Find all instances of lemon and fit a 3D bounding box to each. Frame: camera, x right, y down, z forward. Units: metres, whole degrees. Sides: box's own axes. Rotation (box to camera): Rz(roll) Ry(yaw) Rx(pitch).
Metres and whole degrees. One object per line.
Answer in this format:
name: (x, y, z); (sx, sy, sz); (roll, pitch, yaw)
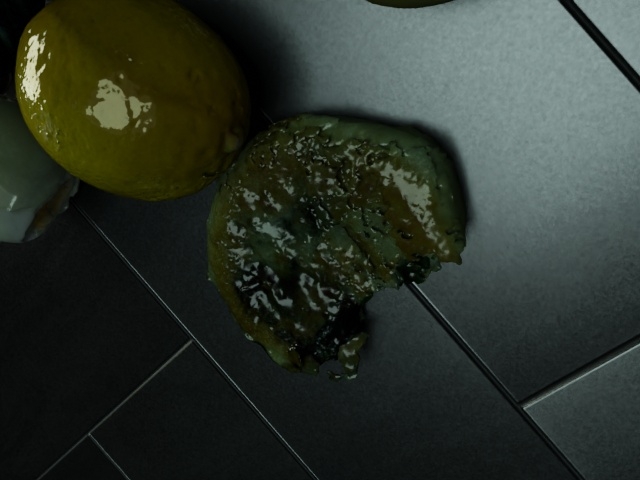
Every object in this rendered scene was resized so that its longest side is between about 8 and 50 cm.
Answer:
lemon: (-0.208, -0.163, 0.728); (0.263, 0.236, 0.236); (20, 118, 41)

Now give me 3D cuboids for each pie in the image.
pie: (0.000, 0.000, 0.787); (0.296, 0.078, 0.371); (43, 121, 5)

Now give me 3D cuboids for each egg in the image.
egg: (-0.447, -0.107, 0.874); (0.217, 0.183, 0.183); (36, 120, -6)

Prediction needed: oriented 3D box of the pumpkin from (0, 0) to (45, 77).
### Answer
pumpkin: (-0.469, -0.309, 0.766); (0.248, 0.248, 0.248); (8, 112, 21)

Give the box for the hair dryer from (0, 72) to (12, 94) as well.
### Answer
hair dryer: (-0.511, -0.195, 0.951); (0.117, 0.064, 0.182); (20, 124, 14)

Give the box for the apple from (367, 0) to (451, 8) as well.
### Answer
apple: (0.092, -0.300, 0.574); (0.200, 0.200, 0.200); (8, 112, 21)
